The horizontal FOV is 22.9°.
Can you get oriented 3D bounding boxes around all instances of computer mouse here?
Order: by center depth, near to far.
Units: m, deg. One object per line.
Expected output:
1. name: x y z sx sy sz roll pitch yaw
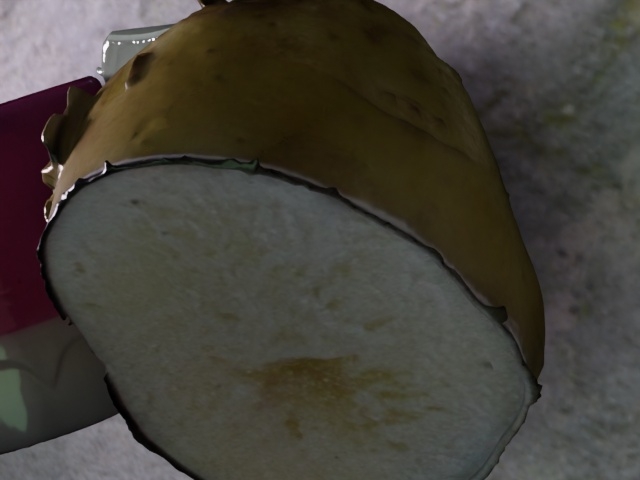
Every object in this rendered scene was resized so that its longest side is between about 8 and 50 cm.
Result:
1. computer mouse: -0.094 -0.104 0.956 0.110 0.032 0.056 6 111 44

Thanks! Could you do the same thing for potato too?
1. potato: 0.000 0.000 0.849 0.246 0.196 0.300 -6 134 22

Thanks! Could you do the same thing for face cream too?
1. face cream: -0.188 0.014 0.976 0.175 0.175 0.195 -11 102 37
